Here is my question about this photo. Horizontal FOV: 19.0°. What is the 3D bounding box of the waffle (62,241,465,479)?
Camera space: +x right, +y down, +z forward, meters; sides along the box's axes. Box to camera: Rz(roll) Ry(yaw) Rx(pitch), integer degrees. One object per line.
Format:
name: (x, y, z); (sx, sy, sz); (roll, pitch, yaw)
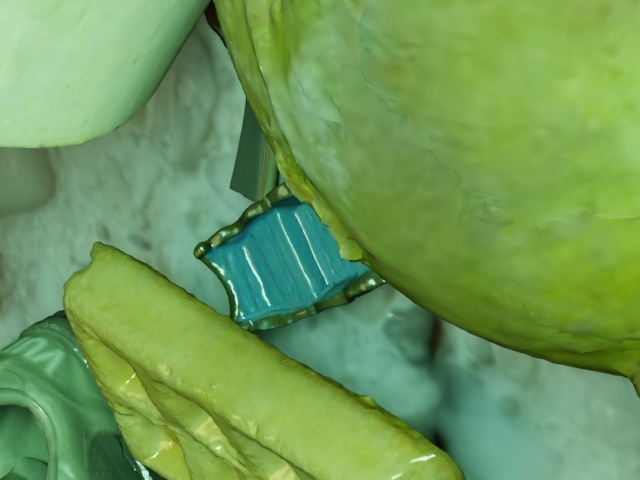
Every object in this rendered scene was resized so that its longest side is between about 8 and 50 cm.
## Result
waffle: (-0.029, 0.116, 1.078); (0.274, 0.057, 0.168); (29, 153, 32)

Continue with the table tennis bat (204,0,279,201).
table tennis bat: (-0.020, -0.119, 1.037); (0.130, 0.019, 0.220); (31, 126, 31)

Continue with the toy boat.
toy boat: (0.000, 0.000, 1.028); (0.185, 0.077, 0.075); (-25, 89, 47)

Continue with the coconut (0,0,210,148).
coconut: (-0.172, -0.198, 0.951); (0.323, 0.323, 0.323); (20, 122, 37)

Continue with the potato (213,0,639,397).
potato: (0.124, -0.143, 0.676); (0.385, 0.319, 0.442); (19, 123, 39)

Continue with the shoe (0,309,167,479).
shoe: (-0.148, 0.194, 1.212); (0.109, 0.149, 0.293); (-33, 83, 46)
